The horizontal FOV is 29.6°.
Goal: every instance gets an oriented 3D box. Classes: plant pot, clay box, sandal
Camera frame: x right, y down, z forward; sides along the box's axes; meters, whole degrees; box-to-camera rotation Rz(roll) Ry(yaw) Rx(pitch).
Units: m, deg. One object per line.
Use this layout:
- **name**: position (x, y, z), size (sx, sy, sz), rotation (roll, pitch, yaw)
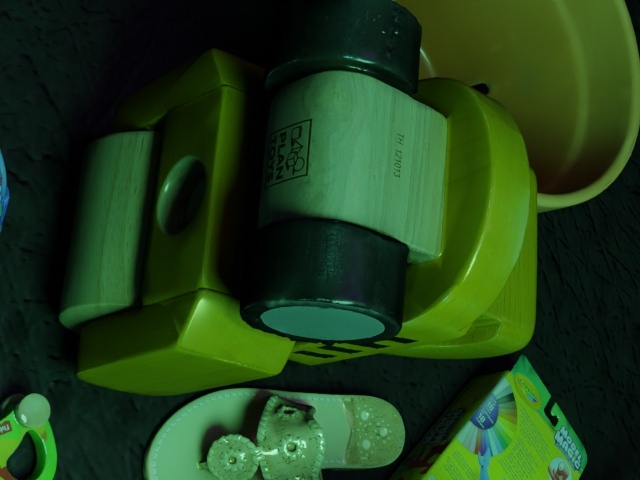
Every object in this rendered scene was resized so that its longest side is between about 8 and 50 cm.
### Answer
- **plant pot**: position (0.098, -0.144, 1.019), size (0.291, 0.203, 0.291), rotation (13, 68, -37)
- **clay box**: position (0.140, 0.212, 1.046), size (0.222, 0.053, 0.127), rotation (-42, 104, -40)
- **sandal**: position (-0.013, 0.149, 0.921), size (0.240, 0.079, 0.088), rotation (0, 77, -39)

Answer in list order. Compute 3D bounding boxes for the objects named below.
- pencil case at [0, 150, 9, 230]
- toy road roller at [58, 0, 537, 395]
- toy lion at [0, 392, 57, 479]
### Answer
- **pencil case**: position (-0.316, 0.016, 0.685), size (0.133, 0.119, 0.306), rotation (44, 50, 9)
- **toy road roller**: position (0.000, 0.000, 0.818), size (0.240, 0.329, 0.202), rotation (21, 65, -38)
- **toy lion**: position (-0.215, 0.158, 0.789), size (0.100, 0.034, 0.096), rotation (-20, 97, -41)
